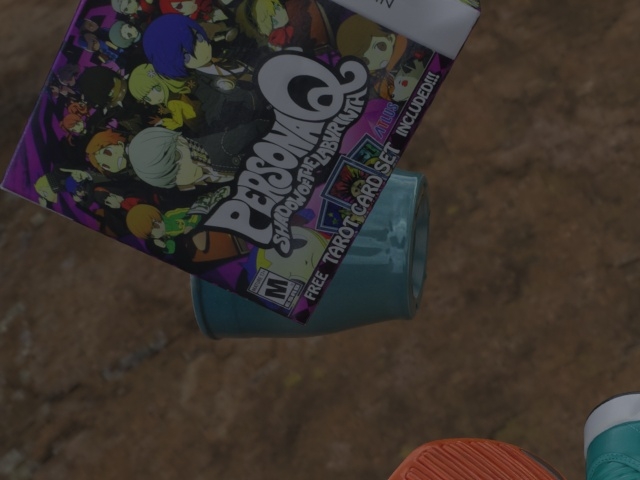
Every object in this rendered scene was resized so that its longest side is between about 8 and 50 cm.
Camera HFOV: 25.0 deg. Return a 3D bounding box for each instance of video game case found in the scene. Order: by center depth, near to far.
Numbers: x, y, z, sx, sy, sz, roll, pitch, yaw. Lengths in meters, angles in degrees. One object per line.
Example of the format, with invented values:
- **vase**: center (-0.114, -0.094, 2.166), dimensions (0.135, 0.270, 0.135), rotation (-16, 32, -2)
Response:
- **video game case**: center (-0.051, -0.088, 0.860), dimensions (0.232, 0.210, 0.042), rotation (-60, 10, 23)

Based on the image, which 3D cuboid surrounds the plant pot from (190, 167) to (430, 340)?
- **plant pot**: center (0.000, 0.000, 1.776), dimensions (0.255, 0.271, 0.271), rotation (5, 46, 11)

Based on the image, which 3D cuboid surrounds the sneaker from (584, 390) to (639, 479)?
- **sneaker**: center (0.297, 0.225, 0.906), dimensions (0.178, 0.296, 0.123), rotation (-74, 10, -46)

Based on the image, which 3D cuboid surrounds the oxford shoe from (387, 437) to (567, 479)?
- **oxford shoe**: center (0.098, 0.287, 1.352), dimensions (0.364, 0.132, 0.130), rotation (-13, 41, -43)
